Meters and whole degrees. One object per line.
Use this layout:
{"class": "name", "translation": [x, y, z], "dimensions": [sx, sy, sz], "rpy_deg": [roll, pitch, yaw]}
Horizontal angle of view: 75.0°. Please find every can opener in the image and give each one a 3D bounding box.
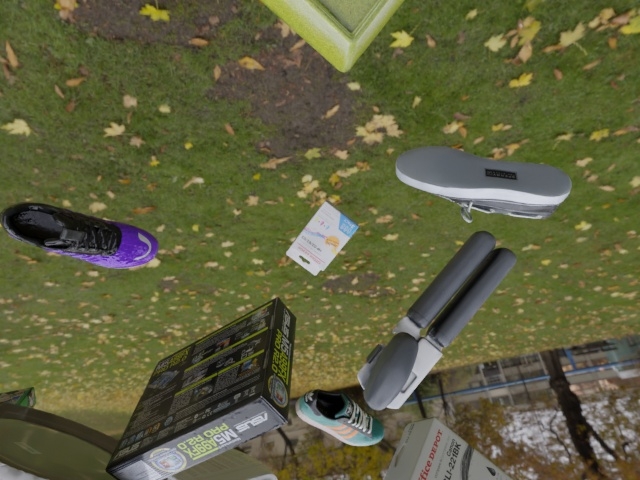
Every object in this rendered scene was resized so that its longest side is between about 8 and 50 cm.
{"class": "can opener", "translation": [0.160, 0.109, 0.556], "dimensions": [0.283, 0.076, 0.095], "rpy_deg": [-50, 180, -3]}

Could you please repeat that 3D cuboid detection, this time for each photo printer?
{"class": "photo printer", "translation": [-0.281, 0.616, 1.064], "dimensions": [0.256, 0.106, 0.308], "rpy_deg": [2, 167, 37]}

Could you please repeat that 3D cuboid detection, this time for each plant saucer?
{"class": "plant saucer", "translation": [0.023, -0.293, 0.406], "dimensions": [0.189, 0.045, 0.188], "rpy_deg": [30, 112, -30]}

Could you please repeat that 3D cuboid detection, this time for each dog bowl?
{"class": "dog bowl", "translation": [-0.414, 0.355, 0.627], "dimensions": [0.349, 0.102, 0.348], "rpy_deg": [20, 158, 8]}

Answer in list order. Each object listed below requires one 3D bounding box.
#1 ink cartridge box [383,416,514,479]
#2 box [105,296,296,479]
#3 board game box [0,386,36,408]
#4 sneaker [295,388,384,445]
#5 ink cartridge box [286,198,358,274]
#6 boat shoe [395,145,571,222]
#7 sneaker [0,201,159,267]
{"class": "ink cartridge box", "translation": [0.303, 0.579, 0.965], "dimensions": [0.197, 0.273, 0.114], "rpy_deg": [-50, 178, -39]}
{"class": "box", "translation": [-0.167, 0.224, 0.639], "dimensions": [0.270, 0.060, 0.216], "rpy_deg": [-30, -157, 14]}
{"class": "board game box", "translation": [-0.778, 0.389, 0.821], "dimensions": [0.318, 0.046, 0.213], "rpy_deg": [-7, -170, -17]}
{"class": "sneaker", "translation": [0.079, 0.543, 1.282], "dimensions": [0.303, 0.108, 0.121], "rpy_deg": [25, 135, -12]}
{"class": "ink cartridge box", "translation": [0.000, 0.000, 1.042], "dimensions": [0.181, 0.104, 0.061], "rpy_deg": [-52, -176, 12]}
{"class": "boat shoe", "translation": [0.293, -0.100, 0.793], "dimensions": [0.307, 0.113, 0.104], "rpy_deg": [6, 145, 6]}
{"class": "sneaker", "translation": [-0.480, -0.005, 0.840], "dimensions": [0.294, 0.102, 0.146], "rpy_deg": [15, 173, -22]}
